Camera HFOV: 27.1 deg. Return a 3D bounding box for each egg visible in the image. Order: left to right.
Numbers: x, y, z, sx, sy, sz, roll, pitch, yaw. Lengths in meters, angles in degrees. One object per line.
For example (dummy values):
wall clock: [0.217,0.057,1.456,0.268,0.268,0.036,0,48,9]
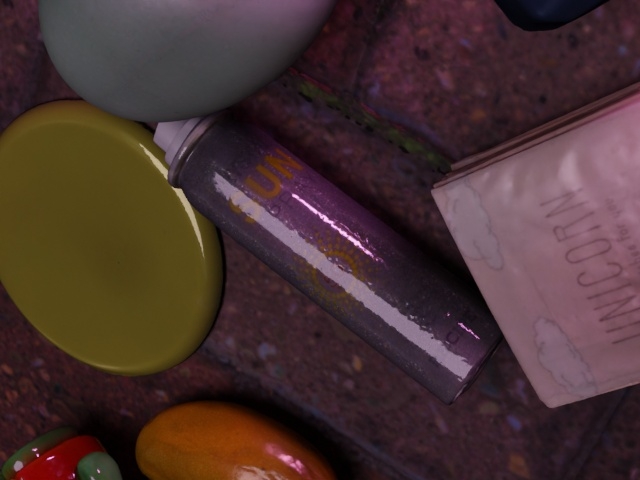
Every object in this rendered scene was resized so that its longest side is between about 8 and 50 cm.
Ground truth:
egg: [-0.082,-0.165,0.825,0.231,0.168,0.168,-34,92,39]

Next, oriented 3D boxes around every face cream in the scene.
face cream: [0.000,0.000,0.910,0.283,0.073,0.073,38,125,11]

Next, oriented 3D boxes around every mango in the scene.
mango: [-0.064,0.174,1.026,0.190,0.075,0.098,16,113,30]

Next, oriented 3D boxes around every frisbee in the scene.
frisbee: [-0.179,0.003,1.048,0.236,0.017,0.236,12,116,25]

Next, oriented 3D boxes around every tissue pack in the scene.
tissue pack: [0.235,-0.022,0.768,0.325,0.071,0.170,-23,101,35]

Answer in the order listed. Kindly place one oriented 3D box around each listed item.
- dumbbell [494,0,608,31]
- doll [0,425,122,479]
dumbbell: [0.077,-0.271,0.703,0.144,0.160,0.325,-36,91,4]
doll: [-0.141,0.322,1.080,0.363,0.160,0.182,46,125,4]
